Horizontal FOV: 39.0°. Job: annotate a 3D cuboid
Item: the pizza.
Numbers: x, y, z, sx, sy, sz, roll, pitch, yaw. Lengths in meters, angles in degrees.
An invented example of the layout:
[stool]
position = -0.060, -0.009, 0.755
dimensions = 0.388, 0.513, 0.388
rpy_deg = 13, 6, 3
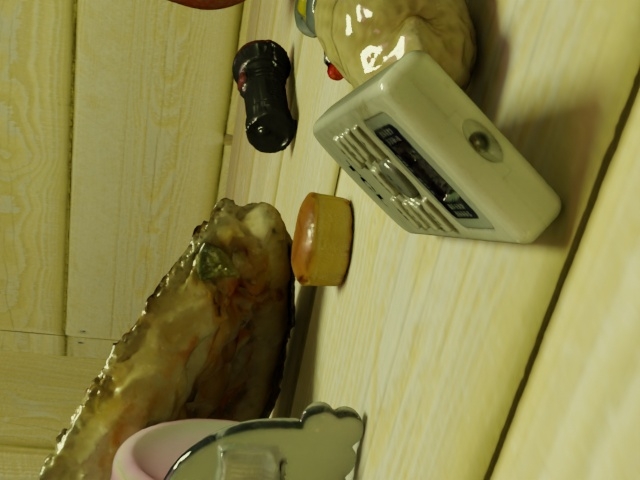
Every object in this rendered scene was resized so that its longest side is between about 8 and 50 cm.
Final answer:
[pizza]
position = -0.119, 0.137, 0.942
dimensions = 0.391, 0.080, 0.435
rpy_deg = -65, -17, 10

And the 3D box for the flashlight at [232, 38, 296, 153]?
[flashlight]
position = -0.083, -0.209, 1.307
dimensions = 0.232, 0.093, 0.093
rpy_deg = -97, 16, -54

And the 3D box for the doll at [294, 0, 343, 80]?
[doll]
position = 0.015, -0.207, 0.777
dimensions = 0.194, 0.062, 0.104
rpy_deg = -103, 19, -46

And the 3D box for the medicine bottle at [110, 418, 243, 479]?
[medicine bottle]
position = -0.102, 0.318, 0.778
dimensions = 0.178, 0.178, 0.290
rpy_deg = -119, 36, -75

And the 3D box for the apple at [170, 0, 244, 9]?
[apple]
position = -0.182, -0.519, 1.362
dimensions = 0.277, 0.349, 0.348
rpy_deg = -52, 29, 43

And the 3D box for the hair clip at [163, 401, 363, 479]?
[hair clip]
position = -0.050, 0.218, 0.645
dimensions = 0.054, 0.140, 0.220
rpy_deg = -77, -6, -82

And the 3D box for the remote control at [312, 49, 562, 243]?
[remote control]
position = 0.042, -0.037, 0.425
dimensions = 0.029, 0.087, 0.190
rpy_deg = -45, 8, -5

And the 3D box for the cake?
[cake]
position = 0.000, 0.000, 0.783
dimensions = 0.084, 0.044, 0.084
rpy_deg = -172, 90, -81

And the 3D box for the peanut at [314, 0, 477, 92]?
[peanut]
position = 0.040, -0.118, 0.509
dimensions = 0.187, 0.082, 0.082
rpy_deg = -113, 30, -69
